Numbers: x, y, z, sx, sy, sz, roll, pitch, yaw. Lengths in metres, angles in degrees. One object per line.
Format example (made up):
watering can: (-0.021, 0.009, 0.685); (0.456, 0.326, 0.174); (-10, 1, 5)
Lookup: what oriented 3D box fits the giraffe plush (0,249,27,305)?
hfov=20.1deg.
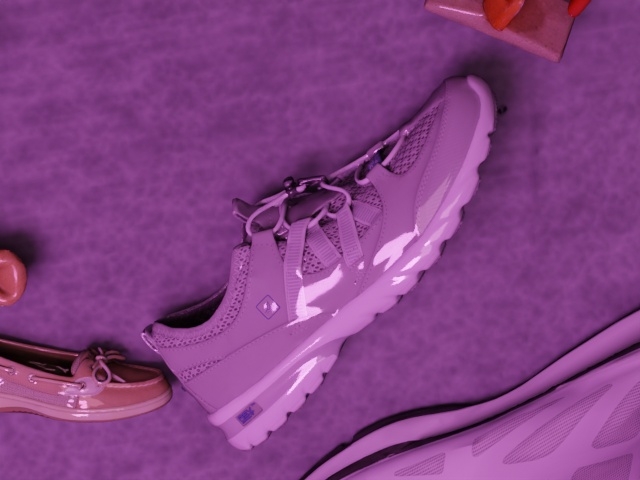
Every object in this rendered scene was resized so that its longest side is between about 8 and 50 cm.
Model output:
giraffe plush: (-0.282, -0.004, 1.105); (0.181, 0.210, 0.170); (1, 122, 39)

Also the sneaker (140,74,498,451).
sneaker: (0.000, 0.000, 1.120); (0.115, 0.105, 0.281); (39, 99, -6)

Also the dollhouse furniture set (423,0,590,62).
dollhouse furniture set: (0.188, -0.247, 1.012); (0.135, 0.262, 0.259); (23, 69, -6)

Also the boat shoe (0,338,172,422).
boat shoe: (-0.172, 0.084, 1.165); (0.153, 0.056, 0.048); (4, 105, 7)

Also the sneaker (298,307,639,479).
sneaker: (0.109, 0.193, 1.078); (0.447, 0.257, 0.169); (-34, 99, 7)
